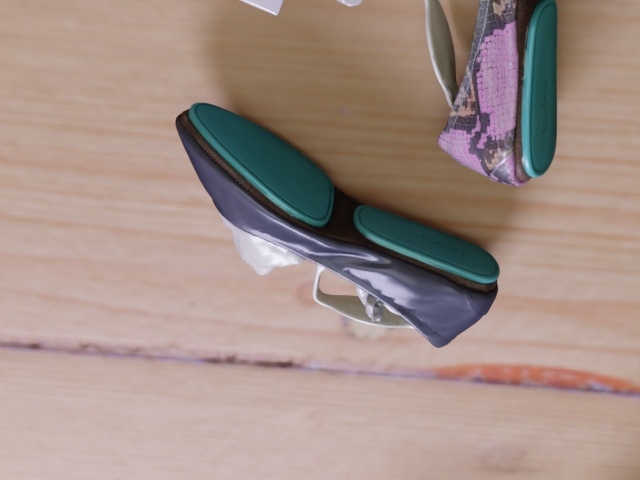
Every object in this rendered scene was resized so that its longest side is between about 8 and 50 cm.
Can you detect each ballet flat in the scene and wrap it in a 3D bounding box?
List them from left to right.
[{"bbox_3d":[0.000,0.000,0.965,0.203,0.074,0.074,28,115,-8],"label":"ballet flat"},{"bbox_3d":[0.091,-0.135,0.895,0.079,0.077,0.221,16,118,21],"label":"ballet flat"}]

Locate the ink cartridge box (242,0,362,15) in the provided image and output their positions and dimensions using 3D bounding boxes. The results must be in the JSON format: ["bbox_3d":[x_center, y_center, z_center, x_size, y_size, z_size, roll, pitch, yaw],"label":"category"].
[{"bbox_3d":[-0.048,-0.187,0.887,0.181,0.061,0.104,22,116,-4],"label":"ink cartridge box"}]
